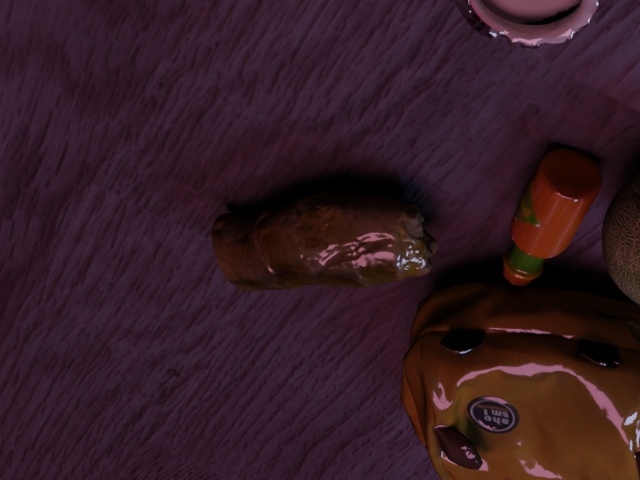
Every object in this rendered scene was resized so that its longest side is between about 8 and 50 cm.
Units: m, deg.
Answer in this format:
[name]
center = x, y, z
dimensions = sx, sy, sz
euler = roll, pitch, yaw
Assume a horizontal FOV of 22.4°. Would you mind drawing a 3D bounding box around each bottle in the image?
[bottle]
center = 0.232, -0.015, 1.678
dimensions = 0.069, 0.069, 0.187
euler = 18, 142, 1

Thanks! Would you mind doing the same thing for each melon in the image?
[melon]
center = 0.346, -0.001, 1.588
dimensions = 0.139, 0.139, 0.192
euler = -2, 147, 25

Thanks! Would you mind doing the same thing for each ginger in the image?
[ginger]
center = 0.000, 0.000, 1.769
dimensions = 0.263, 0.116, 0.109
euler = -4, 96, 34

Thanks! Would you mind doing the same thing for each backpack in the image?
[backpack]
center = 0.262, 0.206, 1.832
dimensions = 0.354, 0.201, 0.378
euler = 4, 141, 21

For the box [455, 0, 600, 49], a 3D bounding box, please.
[box]
center = 0.184, -0.248, 1.361
dimensions = 0.151, 0.135, 0.151
euler = 12, 143, 9
